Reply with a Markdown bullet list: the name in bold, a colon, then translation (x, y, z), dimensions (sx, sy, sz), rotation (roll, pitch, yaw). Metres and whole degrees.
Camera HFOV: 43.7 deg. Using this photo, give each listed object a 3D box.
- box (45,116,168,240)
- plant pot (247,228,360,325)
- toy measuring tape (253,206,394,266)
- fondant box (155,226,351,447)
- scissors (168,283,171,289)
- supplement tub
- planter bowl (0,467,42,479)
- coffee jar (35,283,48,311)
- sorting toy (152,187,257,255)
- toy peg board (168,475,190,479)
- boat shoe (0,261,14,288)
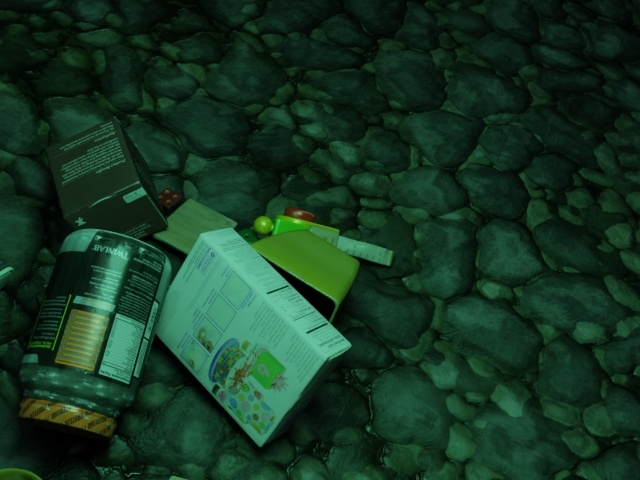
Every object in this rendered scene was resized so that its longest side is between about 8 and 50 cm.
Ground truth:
- **box**: translation (-0.446, -0.111, 1.671), dimensions (0.168, 0.167, 0.203), rotation (-25, 57, -2)
- **plant pot**: translation (-0.040, 0.100, 1.602), dimensions (0.212, 0.212, 0.187), rotation (31, 37, 13)
- **toy measuring tape**: translation (0.000, 0.000, 1.763), dimensions (0.330, 0.121, 0.121), rotation (14, 47, -25)
- **fondant box**: translation (-0.138, 0.173, 1.467), dimensions (0.330, 0.238, 0.096), rotation (44, 27, 19)
- **scissors**: translation (-0.220, 0.124, 1.655), dimensions (0.297, 0.021, 0.109), rotation (-4, 51, -17)
- **supplement tub**: translation (-0.402, 0.168, 1.416), dimensions (0.207, 0.207, 0.338), rotation (13, 68, -1)
- **planter bowl**: translation (-0.506, 0.469, 1.234), dimensions (0.217, 0.090, 0.217), rotation (-10, 36, 7)
- **coffee jar**: translation (-0.476, 0.089, 1.574), dimensions (0.079, 0.096, 0.184), rotation (26, 51, 13)
- **sorting toy**: translation (-0.278, -0.016, 1.732), dimensions (0.274, 0.046, 0.132), rotation (27, 50, 18)
- **toy peg board**: translation (-0.202, 0.444, 1.229), dimensions (0.160, 0.079, 0.161), rotation (9, 53, 19)
- **boat shoe**: translation (-0.708, 0.107, 1.514), dimensions (0.254, 0.095, 0.079), rotation (-38, 77, -25)
